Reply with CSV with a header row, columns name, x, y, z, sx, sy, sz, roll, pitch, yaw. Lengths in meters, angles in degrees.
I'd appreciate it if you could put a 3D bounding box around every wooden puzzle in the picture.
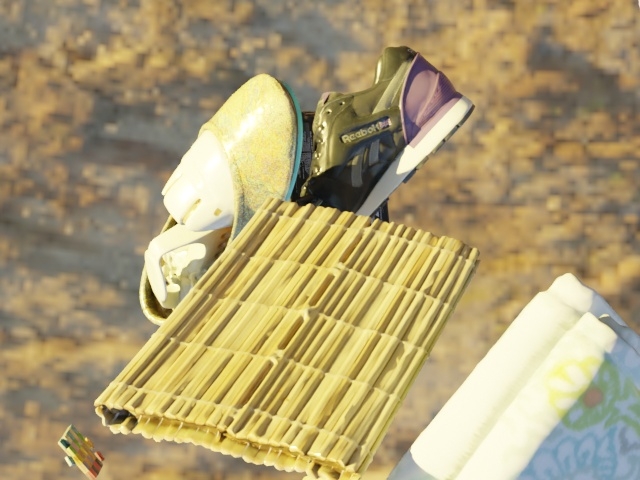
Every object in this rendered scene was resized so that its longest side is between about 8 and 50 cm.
name,x,y,z,sx,sy,sz,roll,pitch,yaw
wooden puzzle,-0.227,0.201,1.817,0.006,0.049,0.083,-39,-172,10

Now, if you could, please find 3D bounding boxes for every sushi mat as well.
name,x,y,z,sx,sy,sz,roll,pitch,yaw
sushi mat,-0.007,0.050,1.150,0.151,0.316,0.019,13,115,12

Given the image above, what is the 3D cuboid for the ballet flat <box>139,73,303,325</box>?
name,x,y,z,sx,sy,sz,roll,pitch,yaw
ballet flat,-0.108,-0.022,1.864,0.123,0.123,0.348,9,143,-12

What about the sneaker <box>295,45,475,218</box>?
name,x,y,z,sx,sy,sz,roll,pitch,yaw
sneaker,0.021,-0.083,1.975,0.124,0.283,0.107,45,164,-4

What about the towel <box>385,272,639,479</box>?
name,x,y,z,sx,sy,sz,roll,pitch,yaw
towel,0.117,0.238,1.118,0.090,0.374,0.320,31,172,49

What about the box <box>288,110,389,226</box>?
name,x,y,z,sx,sy,sz,roll,pitch,yaw
box,0.000,0.000,2.159,0.073,0.295,0.293,-3,-177,22

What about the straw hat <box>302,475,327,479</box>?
name,x,y,z,sx,sy,sz,roll,pitch,yaw
straw hat,0.007,0.262,1.873,0.144,0.061,0.144,18,164,5
